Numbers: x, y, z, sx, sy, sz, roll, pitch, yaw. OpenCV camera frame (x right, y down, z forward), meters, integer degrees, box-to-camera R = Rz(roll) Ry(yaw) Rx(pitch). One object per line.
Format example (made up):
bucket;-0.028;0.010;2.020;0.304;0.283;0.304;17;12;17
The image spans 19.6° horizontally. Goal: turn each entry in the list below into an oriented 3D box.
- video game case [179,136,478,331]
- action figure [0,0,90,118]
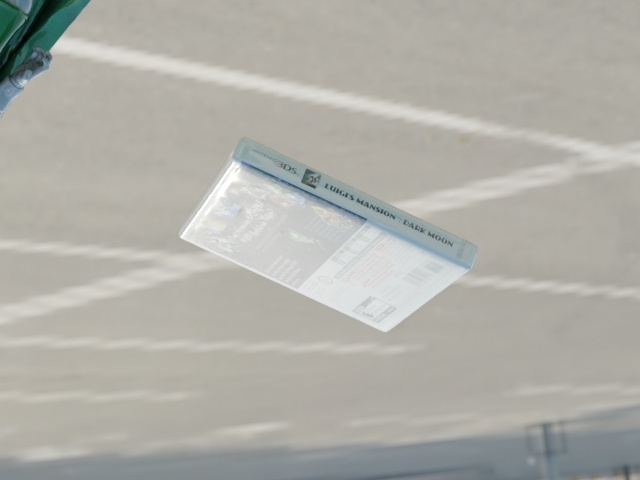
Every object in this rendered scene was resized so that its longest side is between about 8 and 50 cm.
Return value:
video game case;0.000;0.000;1.282;0.173;0.022;0.190;25;160;-8
action figure;-0.178;-0.105;0.911;0.137;0.232;0.063;29;-175;-24
